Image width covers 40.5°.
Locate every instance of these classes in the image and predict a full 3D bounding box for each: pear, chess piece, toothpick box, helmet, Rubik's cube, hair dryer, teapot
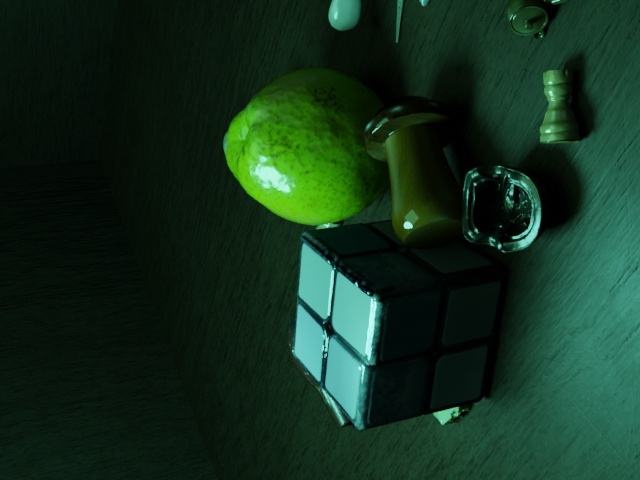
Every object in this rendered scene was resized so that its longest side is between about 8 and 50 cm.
[{"bbox_3d":[-0.029,-0.210,1.965,0.391,0.390,0.391,26,120,58],"label":"pear"},{"bbox_3d":[0.404,-0.225,1.461,0.066,0.066,0.122,5,95,62],"label":"chess piece"},{"bbox_3d":[0.195,-0.142,1.713,0.192,0.192,0.295,128,136,-55],"label":"toothpick box"},{"bbox_3d":[0.346,-0.063,1.570,0.176,0.107,0.153,15,110,40],"label":"helmet"},{"bbox_3d":[0.148,0.156,1.776,0.316,0.318,0.314,40,131,54],"label":"Rubik's cube"},{"bbox_3d":[0.061,0.293,2.252,0.340,0.123,0.313,-48,66,43],"label":"hair dryer"},{"bbox_3d":[0.377,-0.396,1.483,0.110,0.085,0.080,-25,49,33],"label":"teapot"}]

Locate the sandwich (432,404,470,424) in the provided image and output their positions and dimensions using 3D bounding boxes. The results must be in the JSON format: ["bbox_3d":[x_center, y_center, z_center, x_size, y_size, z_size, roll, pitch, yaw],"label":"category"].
[{"bbox_3d":[0.283,0.354,1.875,0.105,0.035,0.093,-1,95,61],"label":"sandwich"}]

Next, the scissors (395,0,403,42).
[{"bbox_3d":[0.174,-0.522,1.870,0.100,0.015,0.189,39,133,55],"label":"scissors"}]

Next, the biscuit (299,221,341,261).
[{"bbox_3d":[0.000,0.000,2.298,0.061,0.055,0.219,32,136,8],"label":"biscuit"}]

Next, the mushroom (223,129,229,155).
[{"bbox_3d":[-0.213,-0.281,2.569,0.154,0.122,0.154,17,133,19],"label":"mushroom"}]

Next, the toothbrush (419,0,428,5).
[{"bbox_3d":[0.236,-0.596,1.719,0.027,0.021,0.269,48,137,39],"label":"toothbrush"}]

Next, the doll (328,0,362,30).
[{"bbox_3d":[0.080,-0.674,1.817,0.376,0.187,0.365,67,159,-4],"label":"doll"}]
